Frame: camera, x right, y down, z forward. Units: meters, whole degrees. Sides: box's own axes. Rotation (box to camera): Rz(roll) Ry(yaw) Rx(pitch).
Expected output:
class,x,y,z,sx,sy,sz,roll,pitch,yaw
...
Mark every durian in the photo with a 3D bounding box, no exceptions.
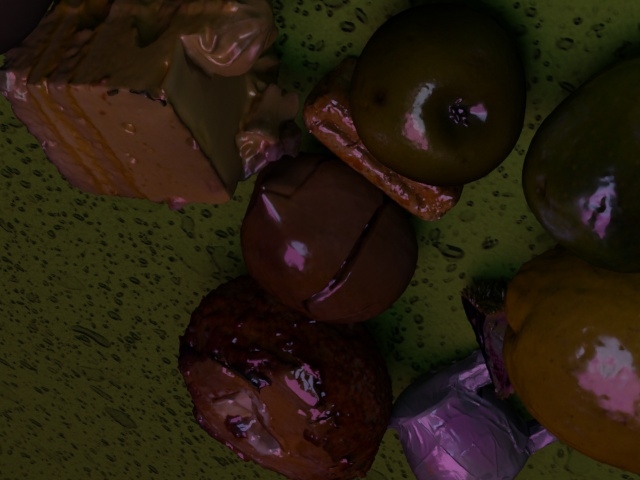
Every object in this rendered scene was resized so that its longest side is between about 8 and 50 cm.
class,x,y,z,sx,sy,sz,roll,pitch,yaw
durian,0.247,0.105,1.701,0.108,0.119,0.186,-19,131,0

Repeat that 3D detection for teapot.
class,x,y,z,sx,sy,sz,roll,pitch,yaw
teapot,0.202,0.255,1.823,0.221,0.163,0.178,-21,112,45

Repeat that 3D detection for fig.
class,x,y,z,sx,sy,sz,roll,pitch,yaw
fig,0.326,-0.111,1.339,0.206,0.206,0.275,30,120,-1

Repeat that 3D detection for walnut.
class,x,y,z,sx,sy,sz,roll,pitch,yaw
walnut,0.000,0.000,1.610,0.203,0.203,0.298,1,163,31

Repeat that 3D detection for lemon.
class,x,y,z,sx,sy,sz,roll,pitch,yaw
lemon,0.362,0.130,1.501,0.316,0.285,0.285,33,146,28

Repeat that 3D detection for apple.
class,x,y,z,sx,sy,sz,roll,pitch,yaw
apple,0.126,-0.149,1.403,0.196,0.157,0.196,-4,111,-10

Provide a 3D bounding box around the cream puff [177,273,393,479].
class,x,y,z,sx,sy,sz,roll,pitch,yaw
cream puff,-0.040,0.179,1.830,0.350,0.228,0.350,25,146,19

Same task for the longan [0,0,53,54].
class,x,y,z,sx,sy,sz,roll,pitch,yaw
longan,-0.415,-0.377,1.352,0.404,0.336,0.404,11,109,35

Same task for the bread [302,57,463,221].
class,x,y,z,sx,sy,sz,roll,pitch,yaw
bread,0.077,-0.112,1.538,0.211,0.114,0.083,38,127,-9

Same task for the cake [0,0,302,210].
class,x,y,z,sx,sy,sz,roll,pitch,yaw
cake,-0.165,-0.183,1.490,0.286,0.222,0.227,8,151,26
